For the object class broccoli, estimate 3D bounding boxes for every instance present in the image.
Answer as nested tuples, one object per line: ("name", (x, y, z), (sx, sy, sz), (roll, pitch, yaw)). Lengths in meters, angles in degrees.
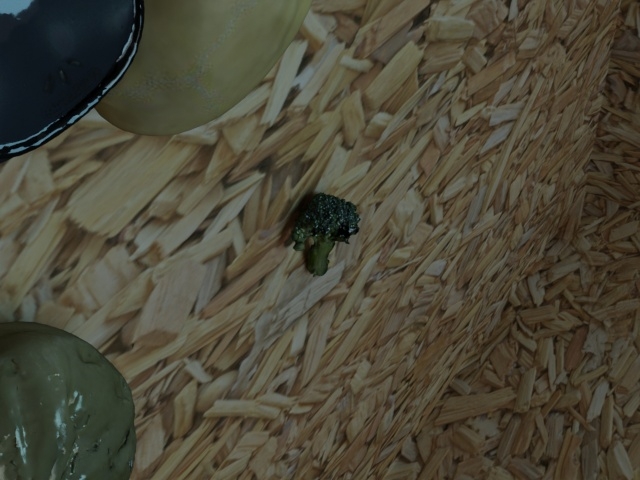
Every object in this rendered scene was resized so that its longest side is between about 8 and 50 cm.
("broccoli", (0.002, 0.000, 1.296), (0.204, 0.118, 0.122), (104, -3, -51))

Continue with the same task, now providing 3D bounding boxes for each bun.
("bun", (-0.352, 0.280, 0.800), (0.362, 0.234, 0.326), (-63, 155, -6))

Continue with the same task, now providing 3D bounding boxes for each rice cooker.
("rice cooker", (-0.285, -0.197, 0.532), (0.267, 0.224, 0.267), (-38, 141, -40))

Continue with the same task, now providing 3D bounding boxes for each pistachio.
("pistachio", (-0.134, -0.265, 0.724), (0.238, 0.229, 0.321), (35, 99, -24))
